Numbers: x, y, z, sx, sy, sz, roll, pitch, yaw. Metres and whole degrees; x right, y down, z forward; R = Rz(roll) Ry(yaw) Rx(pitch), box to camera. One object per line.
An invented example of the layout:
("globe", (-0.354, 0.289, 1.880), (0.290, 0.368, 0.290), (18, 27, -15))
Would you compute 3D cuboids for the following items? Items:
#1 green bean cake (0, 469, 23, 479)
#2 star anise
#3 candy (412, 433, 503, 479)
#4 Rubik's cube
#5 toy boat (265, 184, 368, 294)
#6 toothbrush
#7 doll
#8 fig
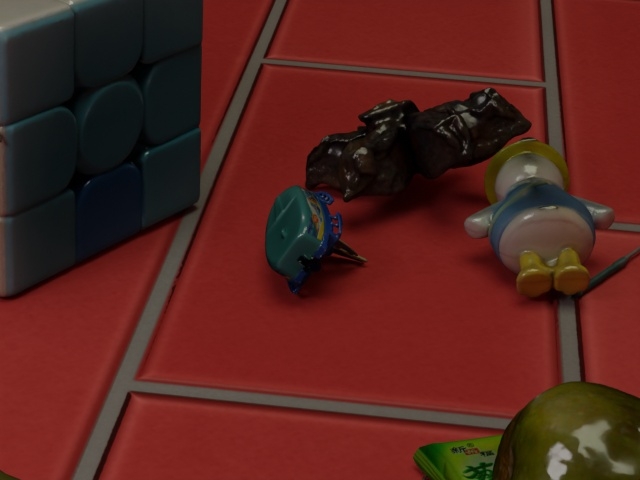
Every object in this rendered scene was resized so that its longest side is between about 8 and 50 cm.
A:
("green bean cake", (-0.205, 0.300, 0.811), (0.285, 0.202, 0.310), (28, 37, 19))
("star anise", (0.095, -0.109, 1.628), (0.220, 0.099, 0.214), (-23, 7, -29))
("candy", (0.175, 0.185, 1.207), (0.178, 0.032, 0.102), (-6, 30, -17))
("Rubik's cube", (-0.318, -0.158, 1.526), (0.291, 0.292, 0.290), (22, 33, 30))
("toy boat", (0.000, 0.000, 1.506), (0.110, 0.091, 0.175), (32, 18, -19))
("toothbrush", (0.308, 0.028, 1.535), (0.014, 0.011, 0.167), (30, 37, 30))
("doll", (0.226, -0.031, 1.547), (0.135, 0.099, 0.241), (-33, 23, 15))
("fig", (0.222, 0.206, 1.061), (0.233, 0.167, 0.167), (43, 42, 17))
